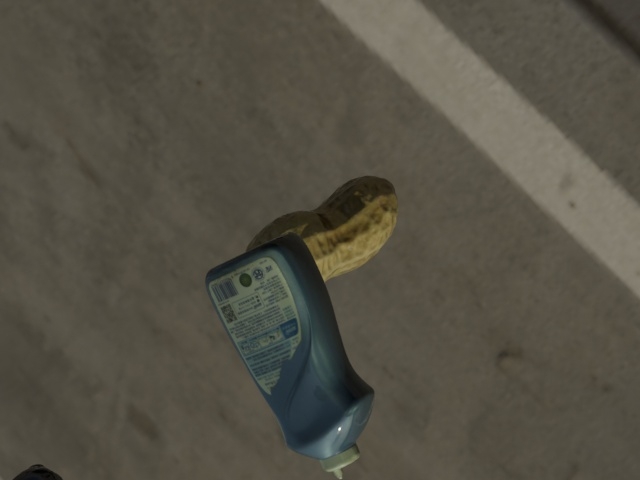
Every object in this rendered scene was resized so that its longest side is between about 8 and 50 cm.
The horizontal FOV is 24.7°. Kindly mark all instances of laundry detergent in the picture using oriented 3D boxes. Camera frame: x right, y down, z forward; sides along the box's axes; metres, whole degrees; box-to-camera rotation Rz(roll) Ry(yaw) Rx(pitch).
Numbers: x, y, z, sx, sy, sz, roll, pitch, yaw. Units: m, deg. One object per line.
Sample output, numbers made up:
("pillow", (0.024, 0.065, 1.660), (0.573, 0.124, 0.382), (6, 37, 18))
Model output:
("laundry detergent", (-0.018, 0.102, 1.214), (0.096, 0.061, 0.206), (-24, 91, 22))

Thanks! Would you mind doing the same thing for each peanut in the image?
("peanut", (0.000, 0.000, 2.143), (0.120, 0.298, 0.136), (40, 147, 28))

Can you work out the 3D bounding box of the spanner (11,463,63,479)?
("spanner", (-0.175, 0.161, 0.545), (0.046, 0.208, 0.012), (36, 168, 45))
